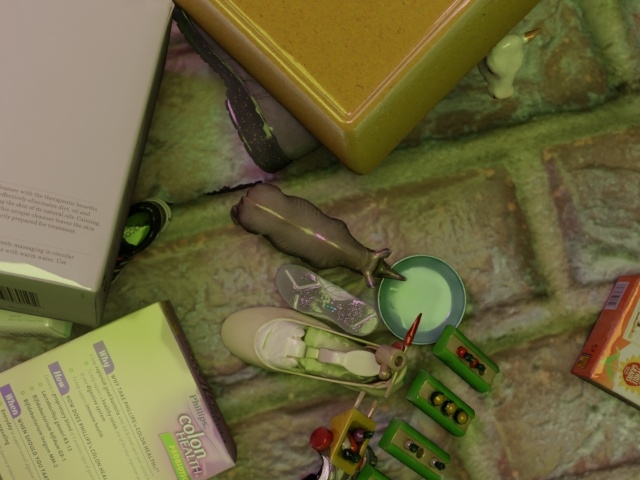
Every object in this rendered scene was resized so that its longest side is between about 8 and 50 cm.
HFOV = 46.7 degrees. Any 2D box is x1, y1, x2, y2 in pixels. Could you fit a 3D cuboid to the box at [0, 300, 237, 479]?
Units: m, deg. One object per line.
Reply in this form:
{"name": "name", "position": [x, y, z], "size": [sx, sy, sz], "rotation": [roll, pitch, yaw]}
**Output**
{"name": "box", "position": [-0.255, 0.218, 0.895], "size": [0.243, 0.117, 0.213], "rotation": [-25, 89, -6]}

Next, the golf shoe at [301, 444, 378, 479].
{"name": "golf shoe", "position": [0.004, 0.346, 0.938], "size": [0.094, 0.077, 0.198], "rotation": [18, 74, -1]}

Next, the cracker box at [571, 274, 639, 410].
{"name": "cracker box", "position": [0.481, 0.168, 0.997], "size": [0.232, 0.067, 0.155], "rotation": [29, 85, -2]}

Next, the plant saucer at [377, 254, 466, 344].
{"name": "plant saucer", "position": [0.134, 0.079, 0.991], "size": [0.120, 0.021, 0.119], "rotation": [0, 86, -5]}

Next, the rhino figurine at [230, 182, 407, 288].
{"name": "rhino figurine", "position": [0.000, 0.000, 0.940], "size": [0.243, 0.106, 0.073], "rotation": [27, 85, -3]}

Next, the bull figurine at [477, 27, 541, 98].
{"name": "bull figurine", "position": [0.133, -0.296, 0.929], "size": [0.101, 0.188, 0.310], "rotation": [-43, 90, -12]}

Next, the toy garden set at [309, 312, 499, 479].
{"name": "toy garden set", "position": [0.115, 0.212, 0.905], "size": [0.204, 0.049, 0.244], "rotation": [41, 74, -31]}

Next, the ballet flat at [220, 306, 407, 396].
{"name": "ballet flat", "position": [-0.005, 0.140, 0.943], "size": [0.249, 0.086, 0.086], "rotation": [14, 85, -4]}

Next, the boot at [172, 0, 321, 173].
{"name": "boot", "position": [-0.044, -0.272, 0.920], "size": [0.223, 0.118, 0.338], "rotation": [-27, 101, 16]}

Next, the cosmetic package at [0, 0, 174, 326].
{"name": "cosmetic package", "position": [-0.299, -0.110, 0.833], "size": [0.197, 0.155, 0.365], "rotation": [14, 66, -10]}

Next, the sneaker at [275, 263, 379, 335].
{"name": "sneaker", "position": [0.009, 0.080, 0.966], "size": [0.152, 0.061, 0.053], "rotation": [29, 91, 16]}

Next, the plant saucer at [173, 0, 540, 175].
{"name": "plant saucer", "position": [0.031, -0.281, 0.789], "size": [0.333, 0.081, 0.333], "rotation": [43, 112, -4]}

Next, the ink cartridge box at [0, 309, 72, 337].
{"name": "ink cartridge box", "position": [-0.381, 0.006, 0.916], "size": [0.181, 0.056, 0.224], "rotation": [1, 66, 10]}

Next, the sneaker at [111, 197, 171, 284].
{"name": "sneaker", "position": [-0.260, 0.008, 0.929], "size": [0.170, 0.075, 0.063], "rotation": [-42, 91, -7]}
